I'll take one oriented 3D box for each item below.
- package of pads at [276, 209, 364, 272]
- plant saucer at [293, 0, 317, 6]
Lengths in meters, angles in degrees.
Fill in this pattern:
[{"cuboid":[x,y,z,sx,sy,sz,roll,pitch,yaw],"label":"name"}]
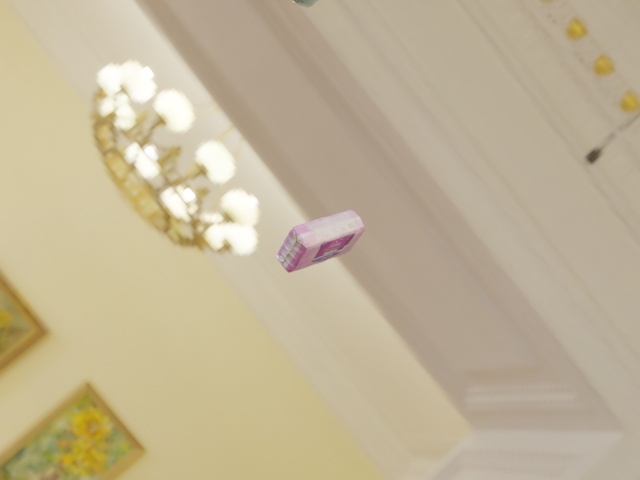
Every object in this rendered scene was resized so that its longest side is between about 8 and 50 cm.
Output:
[{"cuboid":[0.000,0.000,1.370,0.032,0.083,0.050,58,-39,19],"label":"package of pads"},{"cuboid":[-0.042,-0.423,1.529,0.317,0.044,0.317,-15,90,-73],"label":"plant saucer"}]
